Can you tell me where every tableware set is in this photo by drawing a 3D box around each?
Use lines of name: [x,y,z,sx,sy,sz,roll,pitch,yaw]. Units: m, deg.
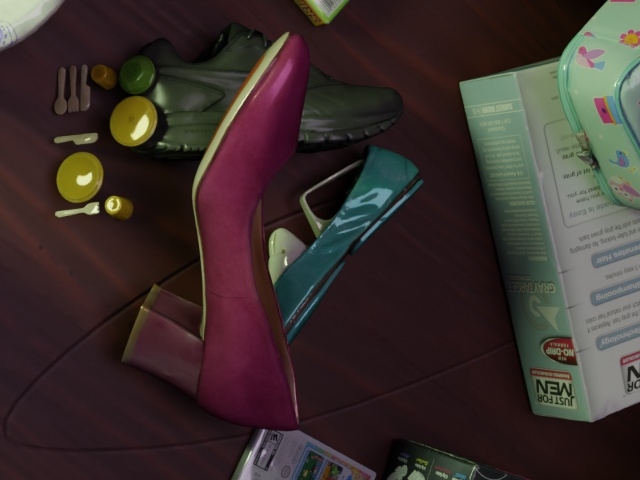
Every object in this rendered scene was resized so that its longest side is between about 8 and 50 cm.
tableware set: [-0.195,-0.094,1.427,0.024,0.104,0.154,30,56,-68]

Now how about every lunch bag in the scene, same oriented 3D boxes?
lunch bag: [0.366,-0.165,1.567,0.279,0.108,0.224,-47,131,-19]

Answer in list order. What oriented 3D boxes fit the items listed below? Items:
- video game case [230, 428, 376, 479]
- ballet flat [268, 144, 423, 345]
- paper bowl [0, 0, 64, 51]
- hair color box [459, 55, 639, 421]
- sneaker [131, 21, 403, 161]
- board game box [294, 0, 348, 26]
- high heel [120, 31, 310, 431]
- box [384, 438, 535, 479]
video game case: [-0.032,0.274,1.549,0.143,0.019,0.157,32,75,-24]
ballet flat: [0.000,0.000,1.543,0.087,0.083,0.247,39,71,3]
paper bowl: [-0.347,-0.284,1.312,0.284,0.148,0.284,0,89,-28]
hair color box: [0.290,-0.012,1.666,0.185,0.113,0.374,-16,97,-27]
sneaker: [-0.047,-0.146,1.497,0.286,0.109,0.130,-4,88,-29]
board game box: [0.042,-0.351,1.580,0.124,0.039,0.259,48,72,-20]
high heel: [-0.037,0.000,1.394,0.181,0.127,0.377,24,121,-2]
box: [0.194,0.312,1.586,0.247,0.163,0.142,21,84,-26]
